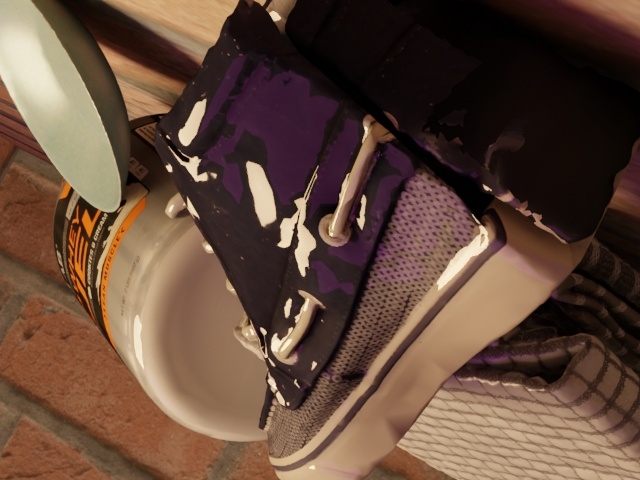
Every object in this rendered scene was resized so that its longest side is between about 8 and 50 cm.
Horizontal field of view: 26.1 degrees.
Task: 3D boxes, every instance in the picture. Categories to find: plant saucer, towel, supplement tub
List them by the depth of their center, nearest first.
[{"bbox_3d":[0.120,0.072,0.846,0.235,0.121,0.284,36,159,-33],"label":"towel"},{"bbox_3d":[-0.180,-0.113,0.973,0.195,0.037,0.195,47,157,28],"label":"plant saucer"},{"bbox_3d":[-0.095,0.012,1.078,0.193,0.193,0.316,31,-178,-28],"label":"supplement tub"}]

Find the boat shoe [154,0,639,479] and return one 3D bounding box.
[{"bbox_3d":[0.000,0.000,0.614,0.158,0.127,0.340,33,146,0],"label":"boat shoe"}]
